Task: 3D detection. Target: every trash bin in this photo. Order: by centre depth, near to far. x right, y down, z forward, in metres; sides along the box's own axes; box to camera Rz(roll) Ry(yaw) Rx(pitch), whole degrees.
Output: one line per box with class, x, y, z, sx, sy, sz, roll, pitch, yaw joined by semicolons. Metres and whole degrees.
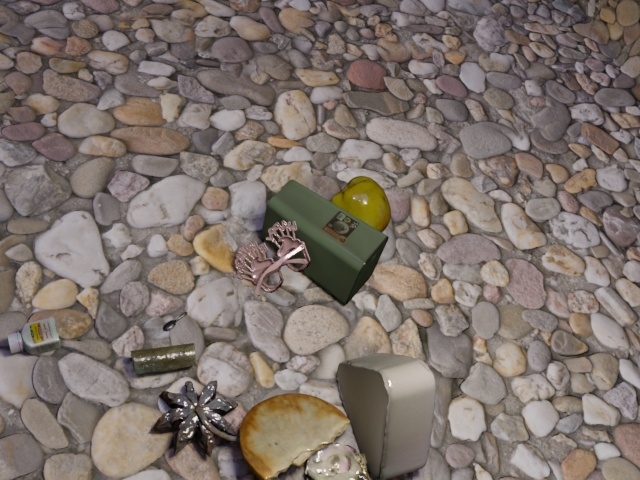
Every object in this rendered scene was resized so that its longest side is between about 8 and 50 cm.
trash bin;0.000;0.000;2.067;0.343;0.223;0.158;34;54;11

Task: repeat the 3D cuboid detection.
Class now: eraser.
eraser;0.178;0.456;1.804;0.149;0.331;0.331;-7;58;-22

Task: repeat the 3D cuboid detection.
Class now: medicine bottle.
medicine bottle;-0.736;0.251;1.787;0.118;0.055;0.074;-13;61;-22

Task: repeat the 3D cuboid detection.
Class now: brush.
brush;-0.401;0.223;1.928;0.024;0.008;0.083;41;55;18

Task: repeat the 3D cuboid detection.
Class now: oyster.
oyster;0.055;0.591;1.749;0.163;0.081;0.191;-27;38;-27

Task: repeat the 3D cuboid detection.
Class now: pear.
pear;0.126;-0.097;2.188;0.200;0.200;0.200;7;54;-10

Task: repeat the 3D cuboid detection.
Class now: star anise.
star anise;-0.297;0.446;1.758;0.262;0.081;0.230;25;42;6

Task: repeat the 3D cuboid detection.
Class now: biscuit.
biscuit;-0.088;0.484;1.778;0.204;0.040;0.309;36;40;30

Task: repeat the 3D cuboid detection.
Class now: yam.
yam;-0.411;0.312;1.828;0.169;0.068;0.068;-3;57;-19

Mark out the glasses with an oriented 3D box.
glasses;-0.149;0.054;1.996;0.162;0.255;0.095;56;17;6
